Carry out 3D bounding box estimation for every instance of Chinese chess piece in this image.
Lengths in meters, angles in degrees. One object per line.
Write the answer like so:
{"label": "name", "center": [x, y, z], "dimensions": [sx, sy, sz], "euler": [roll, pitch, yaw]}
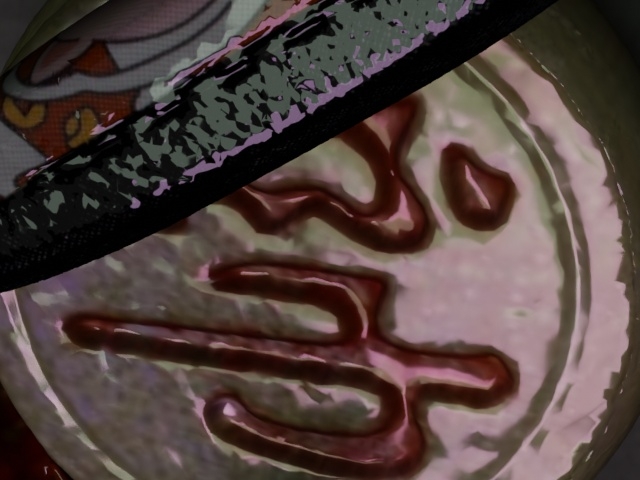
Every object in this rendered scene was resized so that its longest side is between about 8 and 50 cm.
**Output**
{"label": "Chinese chess piece", "center": [0.000, 0.000, 0.542], "dimensions": [0.270, 0.112, 0.270], "euler": [5, 111, 13]}

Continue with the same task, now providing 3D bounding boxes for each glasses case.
{"label": "glasses case", "center": [-0.017, -0.057, 0.410], "dimensions": [0.267, 0.103, 0.067], "euler": [-27, 98, 19]}

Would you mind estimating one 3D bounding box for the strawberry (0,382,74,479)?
{"label": "strawberry", "center": [-0.237, 0.177, 0.551], "dimensions": [0.292, 0.343, 0.292], "euler": [8, 118, 14]}
